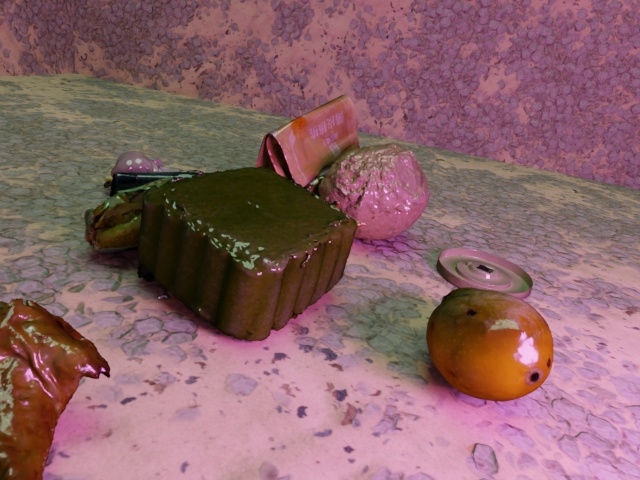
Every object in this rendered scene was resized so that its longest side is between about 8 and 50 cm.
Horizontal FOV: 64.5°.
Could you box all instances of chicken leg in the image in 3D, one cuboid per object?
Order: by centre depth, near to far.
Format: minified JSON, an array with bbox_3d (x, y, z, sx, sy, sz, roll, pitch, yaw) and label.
[{"bbox_3d":[-0.319,0.189,0.534,0.212,0.140,0.361,-33,54,-31],"label":"chicken leg"}]

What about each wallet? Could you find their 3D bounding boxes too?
[{"bbox_3d":[-0.329,-0.127,1.289,0.380,0.046,0.191,-1,-16,-24],"label":"wallet"}]

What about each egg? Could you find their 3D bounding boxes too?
[{"bbox_3d":[0.147,-0.124,1.343,0.311,0.278,0.279,-20,36,-40],"label":"egg"}]

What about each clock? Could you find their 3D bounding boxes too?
[{"bbox_3d":[0.405,0.079,1.256,0.235,0.029,0.235,9,22,-3],"label":"clock"}]

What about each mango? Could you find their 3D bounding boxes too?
[{"bbox_3d":[0.274,0.159,0.844,0.176,0.176,0.329,48,10,11],"label":"mango"}]

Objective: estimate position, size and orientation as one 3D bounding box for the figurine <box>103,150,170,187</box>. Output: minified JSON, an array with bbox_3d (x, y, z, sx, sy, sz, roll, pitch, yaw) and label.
[{"bbox_3d":[-0.508,-0.195,1.436,0.138,0.111,0.229,11,11,15],"label":"figurine"}]

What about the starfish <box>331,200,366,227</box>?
[{"bbox_3d":[0.000,0.000,1.108,0.208,0.175,0.053,-19,31,30],"label":"starfish"}]

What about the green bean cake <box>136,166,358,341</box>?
[{"bbox_3d":[-0.138,0.019,0.949,0.319,0.217,0.335,32,35,28],"label":"green bean cake"}]

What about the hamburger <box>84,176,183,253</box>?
[{"bbox_3d":[-0.358,-0.048,1.027,0.235,0.125,0.214,-20,0,42],"label":"hamburger"}]

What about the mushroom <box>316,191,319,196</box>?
[{"bbox_3d":[0.054,-0.183,1.587,0.279,0.145,0.278,4,16,-1],"label":"mushroom"}]

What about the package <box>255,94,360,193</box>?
[{"bbox_3d":[-0.011,-0.236,1.399,0.165,0.221,0.311,42,50,12],"label":"package"}]
